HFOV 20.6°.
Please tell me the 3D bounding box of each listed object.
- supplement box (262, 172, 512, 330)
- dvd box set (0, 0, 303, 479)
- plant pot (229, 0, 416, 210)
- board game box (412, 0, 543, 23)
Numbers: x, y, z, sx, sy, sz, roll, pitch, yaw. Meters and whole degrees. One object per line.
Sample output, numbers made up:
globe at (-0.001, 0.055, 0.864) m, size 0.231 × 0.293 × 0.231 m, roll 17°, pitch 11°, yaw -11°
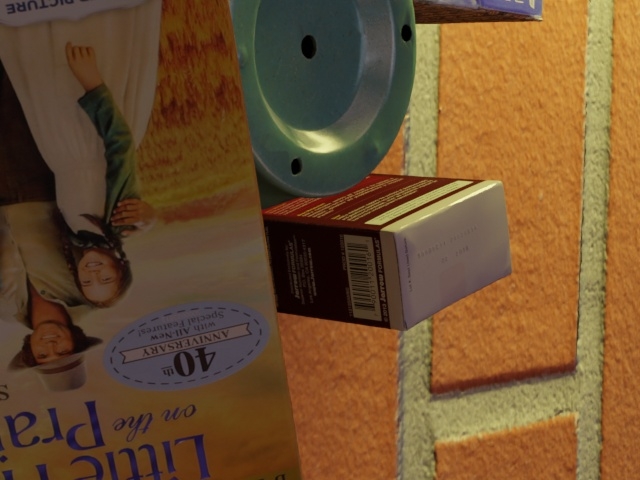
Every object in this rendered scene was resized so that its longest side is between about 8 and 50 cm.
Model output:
supplement box at (0.000, 0.000, 1.248) m, size 0.130 × 0.239 × 0.073 m, roll -24°, pitch 113°, yaw -45°
dvd box set at (-0.183, 0.003, 0.971) m, size 0.308 × 0.062 × 0.420 m, roll -10°, pitch 122°, yaw -4°
plant pot at (-0.091, -0.124, 1.120) m, size 0.272 × 0.255 × 0.271 m, roll -6°, pitch 98°, yaw -48°
board game box at (0.058, -0.321, 1.360) m, size 0.232 × 0.141 × 0.291 m, roll -1°, pitch 94°, yaw -49°
